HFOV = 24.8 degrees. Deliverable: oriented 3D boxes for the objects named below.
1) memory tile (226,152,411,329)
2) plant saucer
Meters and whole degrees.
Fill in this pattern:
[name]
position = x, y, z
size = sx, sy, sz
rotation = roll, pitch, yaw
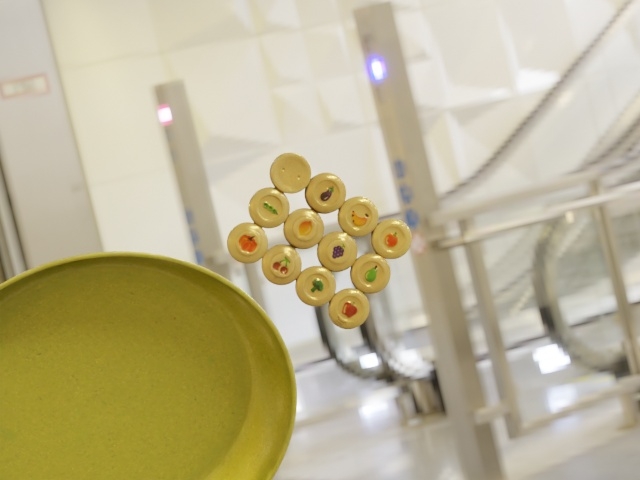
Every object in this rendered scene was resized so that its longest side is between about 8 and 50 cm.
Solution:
[memory tile]
position = 0.000, 0.000, 1.300
size = 0.113, 0.148, 0.012
rotation = -57, 9, -3
[plant saucer]
position = -0.136, 0.106, 0.917
size = 0.240, 0.241, 0.037
rotation = -14, 30, -9
